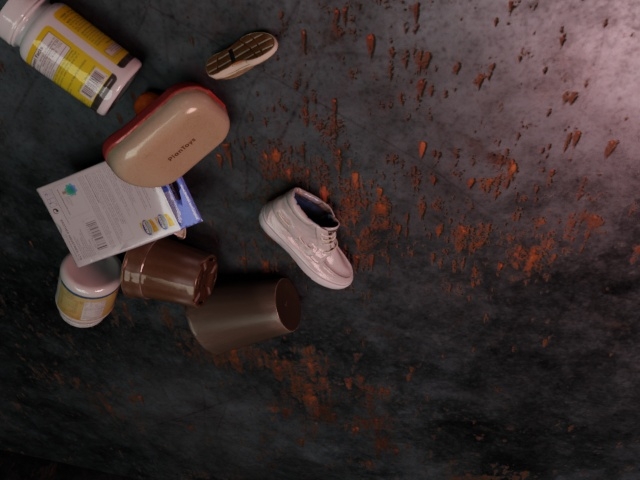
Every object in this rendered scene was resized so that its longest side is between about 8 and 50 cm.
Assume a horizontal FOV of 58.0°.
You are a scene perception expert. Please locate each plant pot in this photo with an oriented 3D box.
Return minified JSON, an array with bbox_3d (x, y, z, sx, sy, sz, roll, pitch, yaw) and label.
[{"bbox_3d":[-0.331,0.072,1.302,0.165,0.166,0.166,15,137,9],"label":"plant pot"}]

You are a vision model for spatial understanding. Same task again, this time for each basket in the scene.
[{"bbox_3d":[-0.174,0.172,1.383,0.227,0.154,0.204,-12,124,23],"label":"basket"}]

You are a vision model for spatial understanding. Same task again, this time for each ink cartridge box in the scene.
[{"bbox_3d":[-0.402,-0.078,1.183,0.312,0.065,0.185,-18,104,17],"label":"ink cartridge box"}]

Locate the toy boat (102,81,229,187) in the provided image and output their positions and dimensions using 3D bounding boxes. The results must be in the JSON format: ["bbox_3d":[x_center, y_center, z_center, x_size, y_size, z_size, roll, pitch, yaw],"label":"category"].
[{"bbox_3d":[-0.290,-0.208,1.042,0.231,0.151,0.151,-38,153,6],"label":"toy boat"}]

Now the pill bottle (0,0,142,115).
[{"bbox_3d":[-0.422,-0.320,0.975,0.209,0.119,0.119,37,133,-19],"label":"pill bottle"}]

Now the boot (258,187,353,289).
[{"bbox_3d":[0.000,0.000,1.184,0.258,0.095,0.123,40,139,-21],"label":"boot"}]

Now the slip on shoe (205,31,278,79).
[{"bbox_3d":[-0.126,-0.302,0.960,0.136,0.051,0.041,-20,166,23],"label":"slip on shoe"}]

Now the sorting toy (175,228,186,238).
[{"bbox_3d":[-0.352,-0.035,1.303,0.083,0.044,0.075,32,150,-32],"label":"sorting toy"}]

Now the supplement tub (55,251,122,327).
[{"bbox_3d":[-0.587,0.120,1.458,0.145,0.144,0.199,26,137,-10],"label":"supplement tub"}]
